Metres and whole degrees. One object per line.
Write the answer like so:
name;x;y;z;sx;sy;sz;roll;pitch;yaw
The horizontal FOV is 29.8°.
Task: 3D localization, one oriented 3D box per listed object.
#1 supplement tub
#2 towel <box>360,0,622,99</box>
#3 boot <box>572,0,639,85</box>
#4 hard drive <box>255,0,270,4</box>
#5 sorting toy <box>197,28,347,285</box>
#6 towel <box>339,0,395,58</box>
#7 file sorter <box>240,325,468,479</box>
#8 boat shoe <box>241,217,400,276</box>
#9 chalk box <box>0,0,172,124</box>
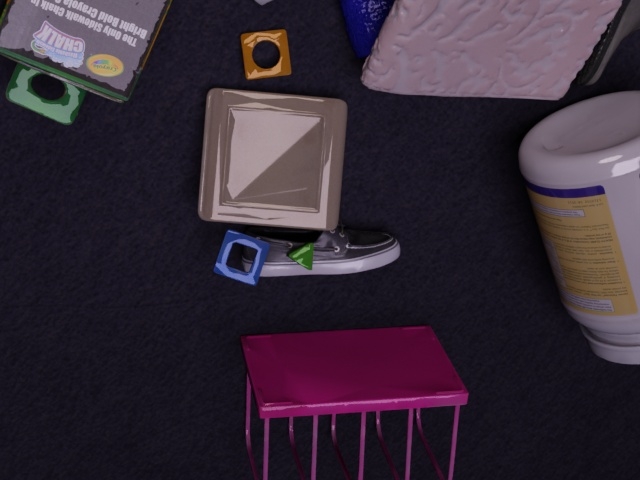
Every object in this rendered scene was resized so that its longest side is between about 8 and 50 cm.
supplement tub;0.433;-0.018;1.699;0.241;0.241;0.331;-22;113;-3
towel;0.245;-0.314;1.546;0.317;0.053;0.332;-1;141;-24
boot;0.460;-0.313;1.685;0.161;0.083;0.247;15;108;-22
hard drive;-0.021;-0.431;1.425;0.233;0.353;0.047;50;52;-23
sorting toy;-0.066;-0.112;1.649;0.196;0.047;0.348;5;92;-9
towel;0.113;-0.408;1.576;0.227;0.076;0.308;-21;113;-4
file sorter;0.039;0.256;1.746;0.290;0.202;0.182;-2;114;-11
boat shoe;0.000;0.000;1.711;0.228;0.080;0.076;-3;113;-2
chalk box;-0.294;-0.291;1.484;0.180;0.179;0.289;22;105;-19
